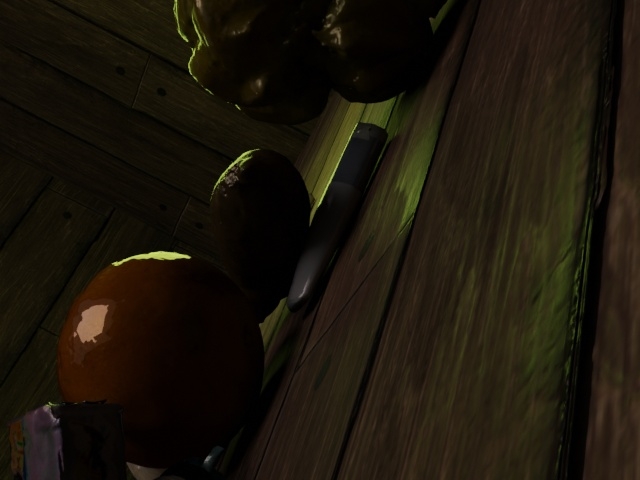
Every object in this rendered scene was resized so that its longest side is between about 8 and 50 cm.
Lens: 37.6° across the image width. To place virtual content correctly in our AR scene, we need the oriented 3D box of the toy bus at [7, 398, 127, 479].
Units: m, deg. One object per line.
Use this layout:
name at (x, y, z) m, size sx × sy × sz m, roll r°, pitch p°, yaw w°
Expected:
toy bus at (-0.237, 0.319, 0.923) m, size 0.138 × 0.113 × 0.316 m, roll -35°, pitch 59°, yaw 50°

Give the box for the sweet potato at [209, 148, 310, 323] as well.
sweet potato at (-0.083, 0.014, 1.240) m, size 0.422 × 0.131 × 0.130 m, roll 103°, pitch -171°, yaw -58°

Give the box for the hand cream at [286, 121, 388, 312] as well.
hand cream at (0.017, -0.029, 1.158) m, size 0.079 × 0.048 × 0.255 m, roll 118°, pitch 175°, yaw -73°

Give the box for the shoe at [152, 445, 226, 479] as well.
shoe at (-0.154, 0.308, 1.007) m, size 0.106 × 0.092 × 0.207 m, roll -37°, pitch -21°, yaw -53°

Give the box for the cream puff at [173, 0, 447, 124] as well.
cream puff at (0.006, -0.279, 1.219) m, size 0.378 × 0.275 × 0.378 m, roll -29°, pitch -20°, yaw -12°

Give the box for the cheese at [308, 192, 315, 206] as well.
cheese at (-0.095, 0.019, 1.963) m, size 0.085 × 0.034 × 0.400 m, roll -66°, pitch 6°, yaw -30°

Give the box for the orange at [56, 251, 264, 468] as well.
orange at (-0.188, 0.142, 1.137) m, size 0.261 × 0.261 × 0.261 m, roll -62°, pitch 6°, yaw 11°

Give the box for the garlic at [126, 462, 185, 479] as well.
garlic at (-0.243, 0.246, 1.326) m, size 0.199 × 0.226 × 0.199 m, roll -57°, pitch 11°, yaw 17°
